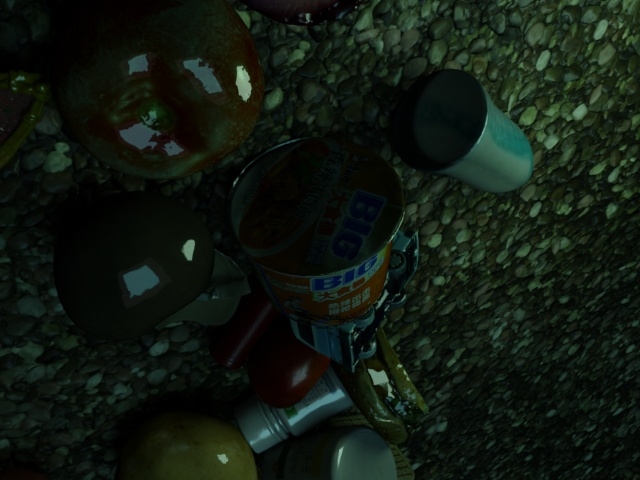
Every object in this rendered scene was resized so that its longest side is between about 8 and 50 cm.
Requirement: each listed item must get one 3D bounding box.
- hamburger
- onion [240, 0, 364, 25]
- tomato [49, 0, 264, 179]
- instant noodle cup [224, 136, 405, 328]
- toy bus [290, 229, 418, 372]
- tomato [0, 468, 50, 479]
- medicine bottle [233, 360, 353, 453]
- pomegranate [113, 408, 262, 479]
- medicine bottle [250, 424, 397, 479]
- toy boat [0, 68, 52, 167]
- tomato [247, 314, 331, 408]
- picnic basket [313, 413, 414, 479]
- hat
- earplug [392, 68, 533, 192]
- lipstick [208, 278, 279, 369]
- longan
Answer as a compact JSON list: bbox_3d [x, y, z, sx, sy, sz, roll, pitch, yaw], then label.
[{"bbox_3d":[0.121,0.294,1.659,0.134,0.265,0.285,-31,136,-2],"label":"hamburger"},{"bbox_3d":[-0.031,-0.398,1.024,0.248,0.161,0.248,-11,124,-16],"label":"onion"},{"bbox_3d":[-0.209,-0.220,1.017,0.270,0.222,0.270,-3,135,-3],"label":"tomato"},{"bbox_3d":[0.000,0.000,1.320,0.296,0.296,0.214,-25,144,-12],"label":"instant noodle cup"},{"bbox_3d":[0.064,0.088,1.472,0.271,0.165,0.133,-53,153,-31],"label":"toy bus"},{"bbox_3d":[-0.583,0.530,1.447,0.184,0.208,0.208,4,125,-44],"label":"tomato"},{"bbox_3d":[-0.059,0.352,1.687,0.237,0.139,0.139,-29,138,1],"label":"medicine bottle"},{"bbox_3d":[-0.274,0.478,1.567,0.307,0.307,0.307,-18,135,-19],"label":"pomegranate"},{"bbox_3d":[-0.023,0.522,1.712,0.340,0.208,0.208,-18,153,40],"label":"medicine bottle"},{"bbox_3d":[-0.479,-0.121,1.022,0.318,0.099,0.141,-40,134,8],"label":"toy boat"},{"bbox_3d":[-0.065,0.233,1.548,0.136,0.195,0.195,36,106,-11],"label":"tomato"},{"bbox_3d":[0.051,0.608,1.920,0.175,0.228,0.312,3,124,-37],"label":"picnic basket"},{"bbox_3d":[-0.231,0.082,1.401,0.166,0.144,0.173,-2,172,-26],"label":"hat"},{"bbox_3d":[0.294,-0.168,1.446,0.185,0.185,0.324,-50,142,15],"label":"earplug"},{"bbox_3d":[-0.125,0.140,1.499,0.080,0.080,0.241,19,115,-42],"label":"lipstick"},{"bbox_3d":[-0.284,0.035,1.199,0.246,0.215,0.246,-4,142,-3],"label":"longan"}]
